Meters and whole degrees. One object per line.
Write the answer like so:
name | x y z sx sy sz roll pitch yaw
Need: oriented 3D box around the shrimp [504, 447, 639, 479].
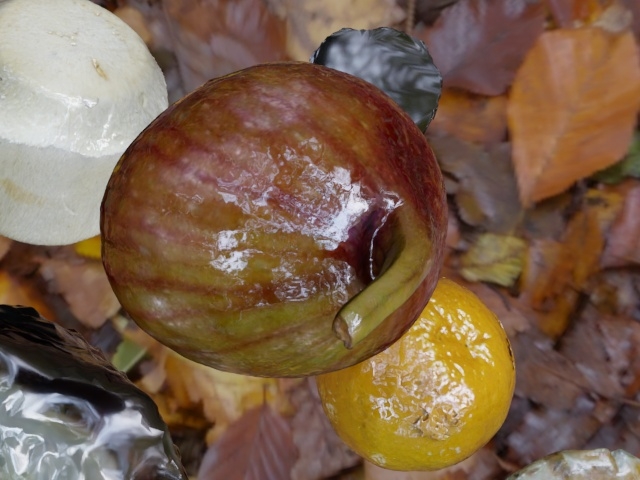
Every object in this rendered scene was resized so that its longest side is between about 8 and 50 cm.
shrimp | 0.264 0.373 1.385 0.233 0.071 0.365 -3 113 -11

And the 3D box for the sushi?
sushi | -0.255 0.187 0.959 0.299 0.294 0.281 -45 99 -7

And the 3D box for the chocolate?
chocolate | 0.058 -0.139 1.431 0.156 0.133 0.156 -1 66 3

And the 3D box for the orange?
orange | 0.100 0.142 1.427 0.219 0.219 0.193 31 121 -4

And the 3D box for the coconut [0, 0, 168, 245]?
coconut | -0.290 -0.111 1.363 0.237 0.237 0.266 30 137 -4

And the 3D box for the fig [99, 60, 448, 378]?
fig | 0.002 -0.003 0.655 0.175 0.207 0.175 -9 103 -43
